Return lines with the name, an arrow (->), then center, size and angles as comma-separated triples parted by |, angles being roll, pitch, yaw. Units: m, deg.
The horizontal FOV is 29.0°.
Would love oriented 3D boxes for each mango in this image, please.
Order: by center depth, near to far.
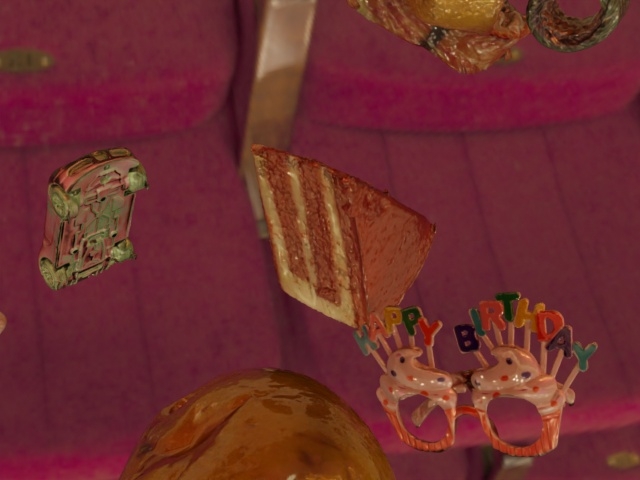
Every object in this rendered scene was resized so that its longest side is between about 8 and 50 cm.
mango -> -0.064, 0.225, 1.017 | 0.253, 0.365, 0.182 | -35, 108, -2

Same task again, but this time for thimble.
thimble -> 0.359, -0.328, 1.727 | 0.135, 0.090, 0.118 | -10, 119, 34

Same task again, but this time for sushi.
sushi -> 0.192, -0.371, 1.986 | 0.332, 0.130, 0.124 | 28, 139, -14

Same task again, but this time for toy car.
toy car -> -0.171, -0.019, 0.904 | 0.069, 0.055, 0.142 | -24, 152, -33

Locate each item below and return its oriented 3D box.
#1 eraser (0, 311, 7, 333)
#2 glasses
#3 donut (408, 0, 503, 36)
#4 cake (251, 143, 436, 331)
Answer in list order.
eraser -> -0.453, 0.099, 1.250 | 0.204, 0.243, 0.059 | -60, 164, 13
glasses -> 0.158, 0.121, 1.230 | 0.255, 0.095, 0.162 | -5, 111, 29
donut -> 0.177, -0.413, 1.648 | 0.108, 0.278, 0.278 | 0, 141, -9
cake -> 0.000, 0.000, 1.417 | 0.262, 0.158, 0.160 | 24, 89, -61
